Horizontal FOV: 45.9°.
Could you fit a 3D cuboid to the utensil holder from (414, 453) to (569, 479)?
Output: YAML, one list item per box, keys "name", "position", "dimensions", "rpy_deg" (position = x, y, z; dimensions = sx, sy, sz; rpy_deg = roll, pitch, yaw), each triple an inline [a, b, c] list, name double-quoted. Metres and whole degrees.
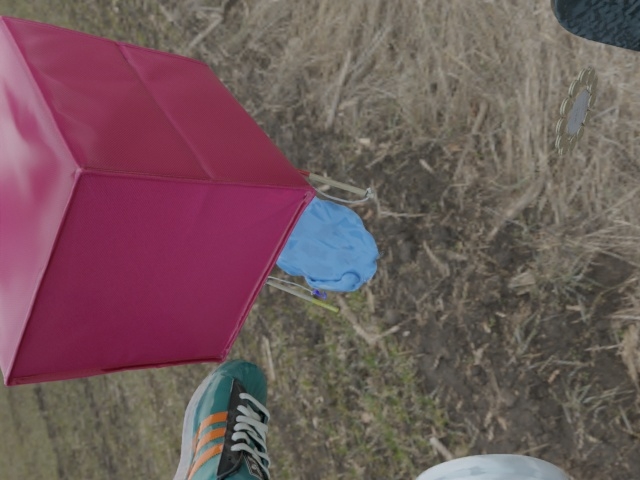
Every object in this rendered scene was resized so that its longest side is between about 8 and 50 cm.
- name: "utensil holder"
  position: [0.349, 0.664, 1.472]
  dimensions: [0.327, 0.328, 0.385]
  rpy_deg: [121, 160, -45]

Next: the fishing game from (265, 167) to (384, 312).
- name: "fishing game"
  position: [0.000, 0.000, 1.095]
  dimensions: [0.189, 0.041, 0.264]
  rpy_deg: [18, 137, 9]

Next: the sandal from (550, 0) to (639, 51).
- name: "sandal"
  position: [0.551, -0.304, 1.076]
  dimensions: [0.107, 0.446, 0.167]
  rpy_deg: [-89, 8, -56]

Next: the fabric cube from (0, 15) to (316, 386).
- name: "fabric cube"
  position: [-0.209, -0.039, 0.790]
  dimensions: [0.258, 0.259, 0.254]
  rpy_deg: [50, 123, 36]

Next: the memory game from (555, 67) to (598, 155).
- name: "memory game"
  position: [0.527, -0.265, 1.555]
  dimensions: [0.012, 0.186, 0.186]
  rpy_deg: [23, 116, 32]

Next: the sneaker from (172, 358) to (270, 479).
- name: "sneaker"
  position: [-0.098, 0.259, 0.857]
  dimensions: [0.121, 0.108, 0.302]
  rpy_deg: [-20, 36, 32]
